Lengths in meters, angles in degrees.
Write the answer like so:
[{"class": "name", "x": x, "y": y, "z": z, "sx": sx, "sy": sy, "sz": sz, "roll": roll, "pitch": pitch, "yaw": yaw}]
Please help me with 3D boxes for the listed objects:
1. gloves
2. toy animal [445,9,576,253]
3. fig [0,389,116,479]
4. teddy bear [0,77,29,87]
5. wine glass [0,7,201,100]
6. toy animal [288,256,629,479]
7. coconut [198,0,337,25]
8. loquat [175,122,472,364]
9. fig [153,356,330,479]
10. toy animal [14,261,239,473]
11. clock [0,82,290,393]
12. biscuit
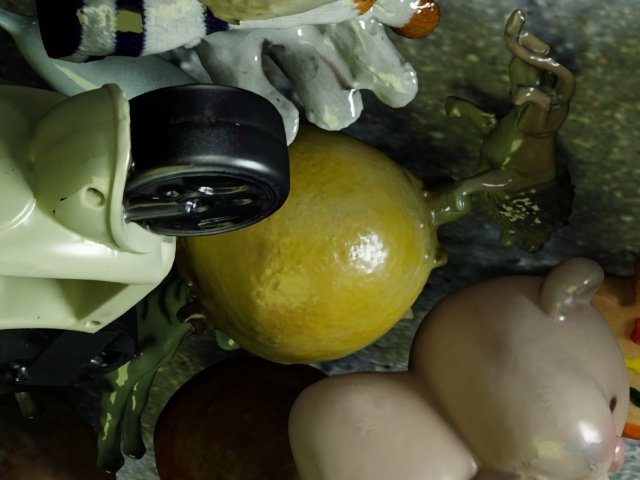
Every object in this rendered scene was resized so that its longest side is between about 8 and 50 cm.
[{"class": "gloves", "x": -0.042, "y": -0.139, "z": 0.958, "sx": 0.219, "sy": 0.131, "sz": 0.140, "roll": -7, "pitch": 147, "yaw": -21}, {"class": "toy animal", "x": 0.113, "y": -0.069, "z": 1.028, "sx": 0.086, "sy": 0.069, "sz": 0.220, "roll": -11, "pitch": 148, "yaw": 0}, {"class": "fig", "x": -0.358, "y": 0.180, "z": 1.458, "sx": 0.368, "sy": 0.286, "sz": 0.286, "roll": 53, "pitch": 141, "yaw": 4}, {"class": "teddy bear", "x": -0.275, "y": -0.081, "z": 1.092, "sx": 0.251, "sy": 0.182, "sz": 0.129, "roll": 5, "pitch": 106, "yaw": 9}, {"class": "wine glass", "x": -0.169, "y": -0.122, "z": 1.067, "sx": 0.198, "sy": 0.066, "sz": 0.066, "roll": 28, "pitch": 144, "yaw": -20}, {"class": "toy animal", "x": 0.094, "y": 0.140, "z": 1.137, "sx": 0.221, "sy": 0.229, "sz": 0.210, "roll": 3, "pitch": 152, "yaw": 12}, {"class": "coconut", "x": 0.015, "y": -0.224, "z": 0.700, "sx": 0.245, "sy": 0.233, "sz": 0.233, "roll": -18, "pitch": 133, "yaw": 41}, {"class": "loquat", "x": 0.000, "y": 0.000, "z": 1.095, "sx": 0.204, "sy": 0.149, "sz": 0.172, "roll": -12, "pitch": 151, "yaw": 2}, {"class": "fig", "x": -0.034, "y": 0.182, "z": 1.352, "sx": 0.205, "sy": 0.205, "sz": 0.205, "roll": 11, "pitch": 146, "yaw": 7}, {"class": "toy animal", "x": -0.160, "y": 0.092, "z": 1.300, "sx": 0.255, "sy": 0.170, "sz": 0.090, "roll": -4, "pitch": -177, "yaw": 20}, {"class": "clock", "x": -0.202, "y": 0.007, "z": 1.000, "sx": 0.276, "sy": 0.120, "sz": 0.379, "roll": 3, "pitch": 154, "yaw": -24}, {"class": "biscuit", "x": 0.233, "y": 0.073, "z": 1.207, "sx": 0.165, "sy": 0.036, "sz": 0.250, "roll": 21, "pitch": 145, "yaw": -10}]
